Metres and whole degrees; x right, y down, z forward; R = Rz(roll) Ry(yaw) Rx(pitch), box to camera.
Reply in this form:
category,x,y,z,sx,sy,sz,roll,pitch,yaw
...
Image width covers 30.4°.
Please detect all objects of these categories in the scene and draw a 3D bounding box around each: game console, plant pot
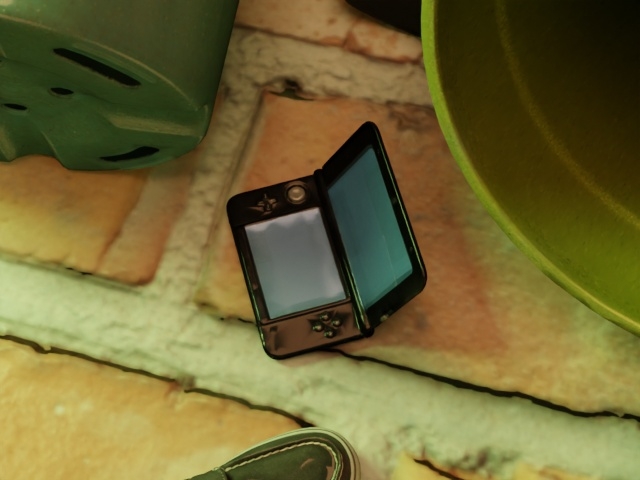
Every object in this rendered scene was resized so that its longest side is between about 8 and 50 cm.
category,x,y,z,sx,sy,sz,roll,pitch,yaw
game console,0.000,0.000,0.755,0.107,0.071,0.122,-14,66,-5
plant pot,-0.172,-0.240,0.745,0.341,0.341,0.334,5,74,4
plant pot,0.299,-0.169,0.675,0.366,0.367,0.353,29,50,14

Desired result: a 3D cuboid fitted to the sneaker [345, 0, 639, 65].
category,x,y,z,sx,sy,sz,roll,pitch,yaw
sneaker,0.100,-0.134,0.805,0.222,0.083,0.118,18,68,8

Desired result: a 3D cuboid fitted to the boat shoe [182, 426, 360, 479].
category,x,y,z,sx,sy,sz,roll,pitch,yaw
boat shoe,-0.078,0.175,0.677,0.228,0.076,0.080,-26,68,-9
